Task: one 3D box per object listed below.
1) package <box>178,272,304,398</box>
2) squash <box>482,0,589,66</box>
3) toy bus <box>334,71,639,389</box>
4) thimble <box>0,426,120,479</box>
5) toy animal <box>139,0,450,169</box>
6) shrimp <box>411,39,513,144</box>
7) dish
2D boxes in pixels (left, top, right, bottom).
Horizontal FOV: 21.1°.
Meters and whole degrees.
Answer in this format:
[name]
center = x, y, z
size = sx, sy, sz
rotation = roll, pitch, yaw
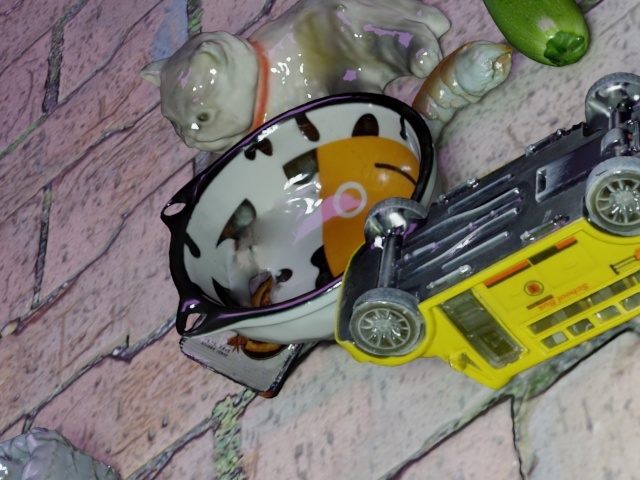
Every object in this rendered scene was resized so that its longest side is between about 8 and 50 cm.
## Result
[package]
center = -0.027, 0.041, 1.711
size = 0.154, 0.030, 0.239
rotation = 20, 65, 48
[squash]
center = 0.200, -0.254, 1.719
size = 0.082, 0.082, 0.292
rotation = -39, 30, 16
[toy bus]
center = 0.171, 0.008, 1.361
size = 0.330, 0.152, 0.144
rotation = -29, 28, 27
[thimble]
center = -0.278, 0.269, 1.692
size = 0.127, 0.118, 0.151
rotation = -24, 36, 41
[toy animal]
center = -0.032, -0.193, 1.876
size = 0.307, 0.188, 0.266
rotation = -13, 35, 52
[shrimp]
center = 0.123, -0.112, 1.668
size = 0.161, 0.049, 0.166
rotation = -33, 36, 47
[dish]
center = 0.000, 0.000, 1.609
size = 0.303, 0.120, 0.303
rotation = -21, 40, 19
